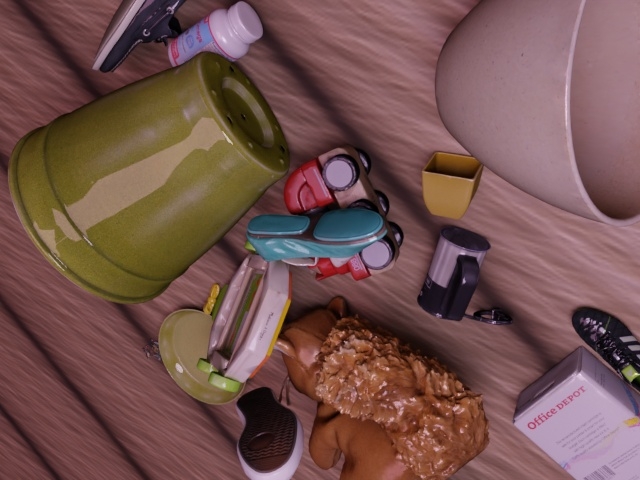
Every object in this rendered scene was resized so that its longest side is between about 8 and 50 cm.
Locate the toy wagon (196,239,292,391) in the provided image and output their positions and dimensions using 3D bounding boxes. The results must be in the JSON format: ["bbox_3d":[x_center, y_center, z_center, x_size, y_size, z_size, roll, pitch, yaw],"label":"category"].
[{"bbox_3d":[-0.152,0.130,1.067,0.068,0.344,0.267,24,81,-20],"label":"toy wagon"}]

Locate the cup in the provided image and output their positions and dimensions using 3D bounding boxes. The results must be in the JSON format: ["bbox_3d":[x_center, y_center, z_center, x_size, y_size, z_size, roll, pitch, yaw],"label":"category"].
[{"bbox_3d":[0.286,-0.199,0.694,0.237,0.331,0.330,18,119,51],"label":"cup"}]

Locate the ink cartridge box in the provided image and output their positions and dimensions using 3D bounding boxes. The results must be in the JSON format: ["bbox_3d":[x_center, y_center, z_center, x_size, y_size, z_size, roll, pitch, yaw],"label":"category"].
[{"bbox_3d":[0.444,0.301,0.901,0.212,0.093,0.154,40,120,7],"label":"ink cartridge box"}]

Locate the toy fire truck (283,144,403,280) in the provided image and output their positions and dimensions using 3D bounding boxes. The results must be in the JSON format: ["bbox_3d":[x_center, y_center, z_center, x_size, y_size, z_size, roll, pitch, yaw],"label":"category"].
[{"bbox_3d":[-0.002,-0.028,0.989,0.246,0.158,0.217,-22,98,21],"label":"toy fire truck"}]

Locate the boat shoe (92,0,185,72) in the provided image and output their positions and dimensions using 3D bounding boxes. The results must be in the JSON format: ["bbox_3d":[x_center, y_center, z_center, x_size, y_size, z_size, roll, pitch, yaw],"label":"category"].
[{"bbox_3d":[-0.284,-0.409,0.997,0.113,0.127,0.340,27,121,-35],"label":"boat shoe"}]

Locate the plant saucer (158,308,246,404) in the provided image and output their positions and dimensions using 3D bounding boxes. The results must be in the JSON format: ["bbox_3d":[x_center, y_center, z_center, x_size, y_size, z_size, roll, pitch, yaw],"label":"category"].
[{"bbox_3d":[-0.261,0.258,1.275,0.241,0.037,0.240,9,112,23],"label":"plant saucer"}]

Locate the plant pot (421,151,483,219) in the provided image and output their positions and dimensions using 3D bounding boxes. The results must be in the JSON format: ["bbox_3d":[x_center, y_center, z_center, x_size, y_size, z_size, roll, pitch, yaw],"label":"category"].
[{"bbox_3d":[0.207,-0.082,0.888,0.082,0.081,0.083,13,126,23],"label":"plant pot"}]

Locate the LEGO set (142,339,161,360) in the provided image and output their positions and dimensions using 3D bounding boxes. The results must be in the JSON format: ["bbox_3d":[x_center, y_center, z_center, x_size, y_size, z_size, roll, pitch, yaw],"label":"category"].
[{"bbox_3d":[-0.399,0.261,1.359,0.083,0.023,0.054,-1,106,41],"label":"LEGO set"}]

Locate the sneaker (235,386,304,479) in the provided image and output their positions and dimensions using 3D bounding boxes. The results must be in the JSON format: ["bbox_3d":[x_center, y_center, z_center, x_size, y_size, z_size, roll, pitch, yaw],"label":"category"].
[{"bbox_3d":[-0.072,0.344,0.925,0.106,0.290,0.123,-20,98,-8],"label":"sneaker"}]

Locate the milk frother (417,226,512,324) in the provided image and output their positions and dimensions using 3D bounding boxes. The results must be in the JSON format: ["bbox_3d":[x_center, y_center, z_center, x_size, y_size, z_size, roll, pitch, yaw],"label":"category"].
[{"bbox_3d":[0.252,0.067,0.920,0.143,0.129,0.134,3,118,-20],"label":"milk frother"}]

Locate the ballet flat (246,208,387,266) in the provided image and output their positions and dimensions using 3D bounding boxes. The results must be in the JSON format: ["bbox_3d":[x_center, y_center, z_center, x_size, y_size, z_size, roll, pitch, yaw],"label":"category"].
[{"bbox_3d":[0.000,0.000,0.886,0.248,0.083,0.087,0,133,28],"label":"ballet flat"}]

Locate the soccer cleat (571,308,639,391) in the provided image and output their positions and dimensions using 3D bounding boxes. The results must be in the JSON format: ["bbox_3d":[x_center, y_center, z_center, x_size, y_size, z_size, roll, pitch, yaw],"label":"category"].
[{"bbox_3d":[0.461,0.175,0.855,0.179,0.072,0.060,42,121,7],"label":"soccer cleat"}]

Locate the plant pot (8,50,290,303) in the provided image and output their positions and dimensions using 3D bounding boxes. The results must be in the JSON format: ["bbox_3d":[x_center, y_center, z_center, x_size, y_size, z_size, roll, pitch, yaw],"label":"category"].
[{"bbox_3d":[-0.258,-0.131,0.972,0.353,0.366,0.366,-30,94,21],"label":"plant pot"}]

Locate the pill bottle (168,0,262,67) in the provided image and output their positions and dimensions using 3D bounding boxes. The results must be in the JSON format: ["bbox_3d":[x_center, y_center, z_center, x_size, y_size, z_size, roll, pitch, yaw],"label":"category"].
[{"bbox_3d":[-0.182,-0.345,0.978,0.160,0.087,0.087,-21,98,31],"label":"pill bottle"}]

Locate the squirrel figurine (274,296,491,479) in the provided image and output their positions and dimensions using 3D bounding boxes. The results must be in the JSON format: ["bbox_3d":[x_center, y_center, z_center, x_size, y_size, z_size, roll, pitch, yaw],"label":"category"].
[{"bbox_3d":[0.079,0.251,0.962,0.370,0.281,0.397,54,150,22],"label":"squirrel figurine"}]
